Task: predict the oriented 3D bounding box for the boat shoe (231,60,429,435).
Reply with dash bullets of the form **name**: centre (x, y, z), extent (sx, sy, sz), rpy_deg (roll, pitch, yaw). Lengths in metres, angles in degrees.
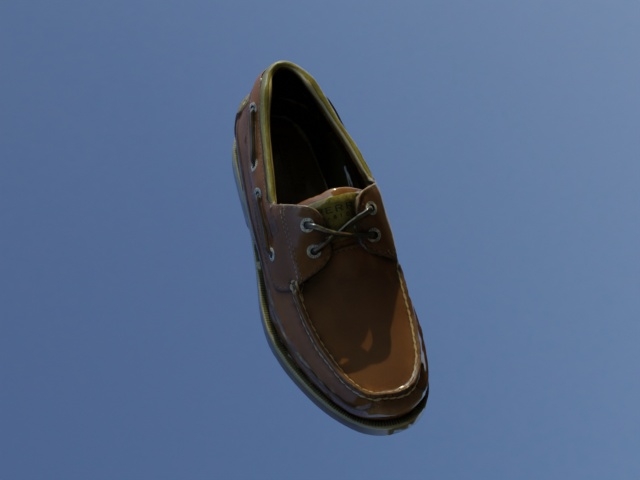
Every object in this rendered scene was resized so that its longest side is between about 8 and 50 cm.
- **boat shoe**: centre (0.000, 0.000, 1.337), extent (0.111, 0.307, 0.104), rpy_deg (-15, -32, -18)
